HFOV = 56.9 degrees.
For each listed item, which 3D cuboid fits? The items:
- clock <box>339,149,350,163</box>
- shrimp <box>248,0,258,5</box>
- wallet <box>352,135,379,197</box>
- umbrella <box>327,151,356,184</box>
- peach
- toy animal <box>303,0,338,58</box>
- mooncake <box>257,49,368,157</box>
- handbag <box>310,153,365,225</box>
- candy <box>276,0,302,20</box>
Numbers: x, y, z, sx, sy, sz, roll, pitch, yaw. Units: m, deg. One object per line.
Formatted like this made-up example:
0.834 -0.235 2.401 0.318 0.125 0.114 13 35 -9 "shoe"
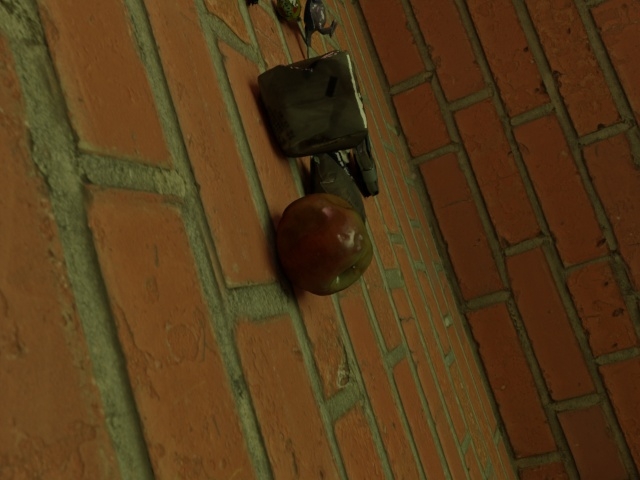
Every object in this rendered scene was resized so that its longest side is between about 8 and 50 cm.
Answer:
0.056 -0.362 2.037 0.236 0.053 0.237 56 22 -36 "clock"
-0.201 -0.743 1.714 0.091 0.034 0.161 84 -1 -53 "shrimp"
0.161 -0.293 2.167 0.250 0.074 0.176 68 13 -52 "wallet"
0.042 -0.254 1.880 0.248 0.070 0.071 62 20 -9 "umbrella"
0.000 0.000 1.312 0.214 0.214 0.236 42 16 -54 "peach"
-0.027 -0.778 2.076 0.176 0.256 0.239 28 3 1 "toy animal"
-0.016 -0.343 1.527 0.136 0.250 0.255 85 -11 -88 "mooncake"
0.047 -0.139 1.695 0.270 0.117 0.183 49 20 -45 "handbag"
-0.095 -0.797 2.056 0.305 0.083 0.091 -63 136 -75 "candy"
